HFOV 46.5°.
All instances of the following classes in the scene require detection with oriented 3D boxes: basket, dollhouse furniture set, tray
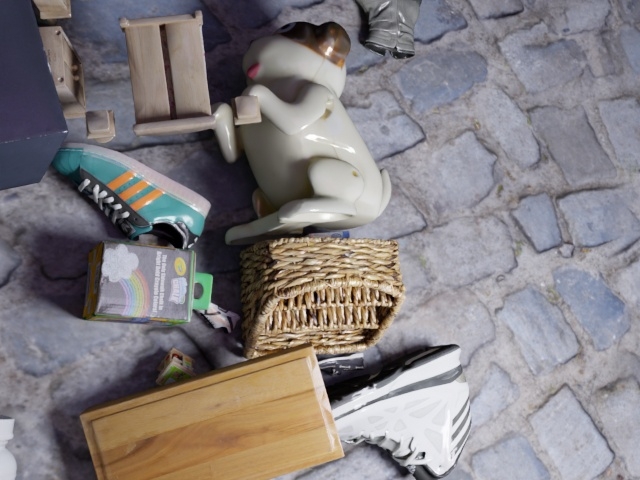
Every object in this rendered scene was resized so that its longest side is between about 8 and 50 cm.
[{"bbox_3d":[0.012,0.113,1.439,0.299,0.213,0.222,2,80,-26],"label":"basket"},{"bbox_3d":[-0.301,-0.323,1.317,0.356,0.174,0.303,-6,85,-7],"label":"dollhouse furniture set"},{"bbox_3d":[-0.184,0.335,1.301,0.411,0.076,0.202,-16,89,-4],"label":"tray"}]

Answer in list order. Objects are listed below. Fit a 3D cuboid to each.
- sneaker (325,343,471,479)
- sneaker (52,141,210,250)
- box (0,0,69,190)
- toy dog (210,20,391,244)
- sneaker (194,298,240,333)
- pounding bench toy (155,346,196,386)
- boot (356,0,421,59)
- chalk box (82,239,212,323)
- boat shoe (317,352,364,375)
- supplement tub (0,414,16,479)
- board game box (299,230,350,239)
[{"bbox_3d":[0.139,0.390,1.483,0.448,0.169,0.257,-16,88,-29],"label":"sneaker"},{"bbox_3d":[-0.350,-0.072,1.349,0.302,0.108,0.121,25,67,-22],"label":"sneaker"},{"bbox_3d":[-0.542,-0.252,1.151,0.179,0.343,0.312,-15,89,-28],"label":"box"},{"bbox_3d":[-0.023,-0.225,1.443,0.396,0.285,0.407,-7,83,-28],"label":"toy dog"},{"bbox_3d":[-0.207,0.144,1.423,0.109,0.040,0.043,27,73,-20],"label":"sneaker"},{"bbox_3d":[-0.274,0.250,1.365,0.052,0.065,0.083,35,98,-19],"label":"pounding bench toy"},{"bbox_3d":[0.119,-0.508,1.671,0.247,0.083,0.161,13,82,-23],"label":"boot"},{"bbox_3d":[-0.302,0.083,1.336,0.213,0.132,0.132,9,77,-26],"label":"chalk box"},{"bbox_3d":[0.036,0.258,1.525,0.125,0.046,0.038,-4,79,-35],"label":"boat shoe"},{"bbox_3d":[-0.580,0.410,1.090,0.228,0.228,0.316,12,76,-24],"label":"supplement tub"},{"bbox_3d":[0.000,0.000,1.520,0.090,0.090,0.020,-5,82,-28],"label":"board game box"}]
